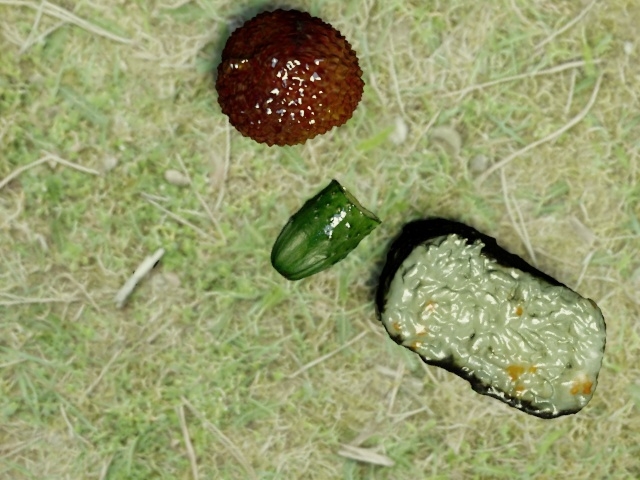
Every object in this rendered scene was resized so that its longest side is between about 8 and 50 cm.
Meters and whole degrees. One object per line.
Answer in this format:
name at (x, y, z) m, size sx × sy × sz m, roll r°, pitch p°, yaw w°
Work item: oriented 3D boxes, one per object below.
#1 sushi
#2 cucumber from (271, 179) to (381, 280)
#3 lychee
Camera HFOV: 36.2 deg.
sushi at (0.163, 0.074, 0.932) m, size 0.225 × 0.126 × 0.136 m, roll 28°, pitch 103°, yaw -10°
cucumber at (0.000, 0.000, 0.943) m, size 0.107 × 0.035 × 0.067 m, roll -44°, pitch 107°, yaw 10°
lychee at (-0.024, -0.140, 0.857) m, size 0.129 × 0.123 × 0.123 m, roll 22°, pitch 104°, yaw -19°
